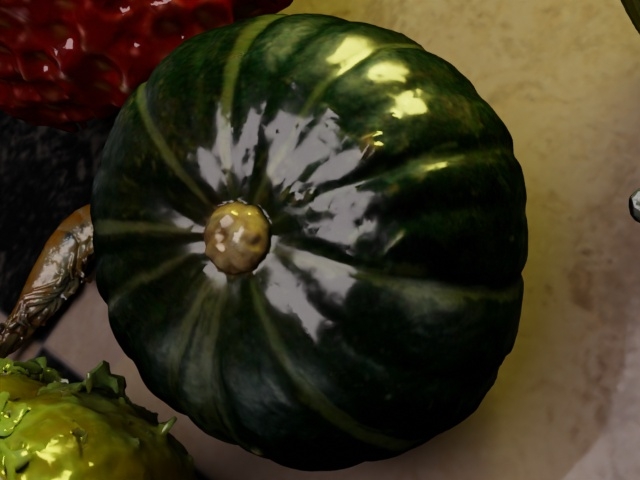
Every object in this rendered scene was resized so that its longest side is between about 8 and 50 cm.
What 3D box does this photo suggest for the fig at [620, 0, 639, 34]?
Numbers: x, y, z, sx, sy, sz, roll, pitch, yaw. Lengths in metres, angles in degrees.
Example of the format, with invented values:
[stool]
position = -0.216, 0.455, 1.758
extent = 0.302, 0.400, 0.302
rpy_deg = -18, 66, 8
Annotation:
[fig]
position = 0.205, -0.113, 0.518
extent = 0.142, 0.148, 0.186
rpy_deg = -21, 106, 29

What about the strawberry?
[strawberry]
position = -0.145, -0.200, 0.652
extent = 0.261, 0.258, 0.261
rpy_deg = -21, 34, 15

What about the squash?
[squash]
position = -0.004, 0.001, 0.558
extent = 0.218, 0.172, 0.218
rpy_deg = -4, 76, 17

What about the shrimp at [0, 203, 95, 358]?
[shrimp]
position = -0.147, 0.034, 0.711
extent = 0.127, 0.025, 0.091
rpy_deg = -47, 59, 3

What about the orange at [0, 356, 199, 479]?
[orange]
position = -0.161, 0.203, 0.539
extent = 0.301, 0.223, 0.300
rpy_deg = -34, 63, 19

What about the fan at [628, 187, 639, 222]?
[fan]
position = 0.274, 0.075, 0.440
extent = 0.294, 0.012, 0.223
rpy_deg = -5, 80, 14
